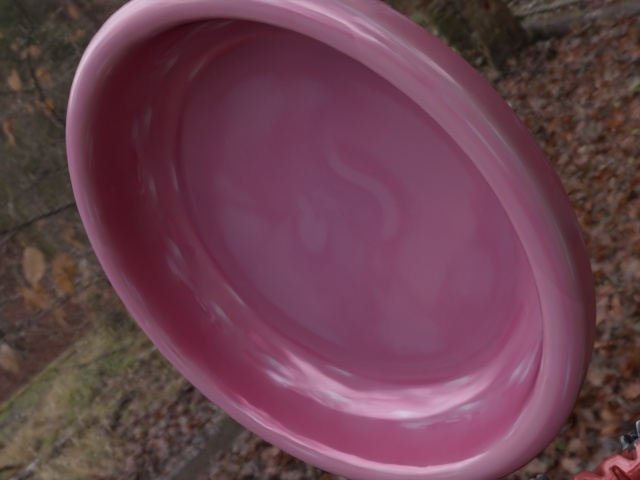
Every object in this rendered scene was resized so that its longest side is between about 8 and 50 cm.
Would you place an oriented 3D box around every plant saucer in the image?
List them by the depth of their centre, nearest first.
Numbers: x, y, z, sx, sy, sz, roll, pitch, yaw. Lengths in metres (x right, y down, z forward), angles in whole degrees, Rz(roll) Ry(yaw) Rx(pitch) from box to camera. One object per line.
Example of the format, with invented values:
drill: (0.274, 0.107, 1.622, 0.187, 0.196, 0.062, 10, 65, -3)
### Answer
plant saucer: (0.000, 0.000, 0.478, 0.332, 0.332, 0.084, -32, 9, 48)

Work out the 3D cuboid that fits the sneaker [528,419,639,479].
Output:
sneaker: (0.213, 0.237, 0.623, 0.276, 0.135, 0.098, -27, -24, -1)
